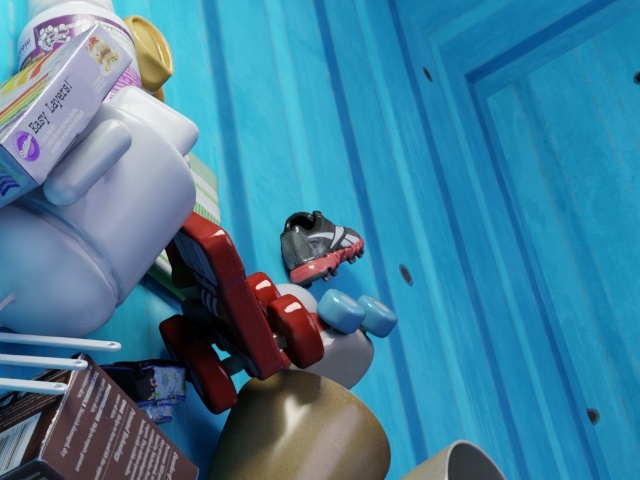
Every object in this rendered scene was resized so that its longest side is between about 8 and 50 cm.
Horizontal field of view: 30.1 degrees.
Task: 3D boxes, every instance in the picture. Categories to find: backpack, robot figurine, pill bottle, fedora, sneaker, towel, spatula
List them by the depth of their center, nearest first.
[{"bbox_3d":[-0.341,0.123,1.210,0.168,0.242,0.019,-44,137,-70],"label":"spatula"},{"bbox_3d":[-0.285,-0.024,1.414,0.200,0.300,0.353,30,57,7],"label":"robot figurine"},{"bbox_3d":[-0.227,0.193,1.509,0.114,0.105,0.084,7,79,-63],"label":"backpack"},{"bbox_3d":[-0.337,-0.222,1.670,0.169,0.169,0.301,31,37,-50],"label":"pill bottle"},{"bbox_3d":[-0.237,-0.051,1.856,0.248,0.038,0.324,43,27,-39],"label":"towel"},{"bbox_3d":[-0.300,-0.306,1.959,0.194,0.079,0.194,46,27,-33],"label":"fedora"},{"bbox_3d":[0.000,0.000,2.206,0.135,0.098,0.276,63,24,-1],"label":"sneaker"}]

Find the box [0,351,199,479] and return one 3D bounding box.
[{"bbox_3d":[-0.265,0.264,1.254,0.203,0.168,0.167,51,25,-24],"label":"box"}]

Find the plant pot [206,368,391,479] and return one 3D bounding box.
[{"bbox_3d":[-0.059,0.342,1.570,0.237,0.237,0.254,54,39,-17],"label":"plant pot"}]

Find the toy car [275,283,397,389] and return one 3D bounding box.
[{"bbox_3d":[-0.047,0.139,1.891,0.238,0.219,0.210,39,13,28],"label":"toy car"}]

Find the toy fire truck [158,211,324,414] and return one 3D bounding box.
[{"bbox_3d":[-0.139,0.067,1.595,0.302,0.169,0.253,30,-36,64],"label":"toy fire truck"}]

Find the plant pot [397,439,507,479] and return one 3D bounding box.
[{"bbox_3d":[0.137,0.460,1.733,0.256,0.274,0.256,46,28,-33],"label":"plant pot"}]

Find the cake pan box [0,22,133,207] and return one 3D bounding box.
[{"bbox_3d":[-0.360,-0.109,1.340,0.070,0.246,0.266,49,39,-22],"label":"cake pan box"}]
